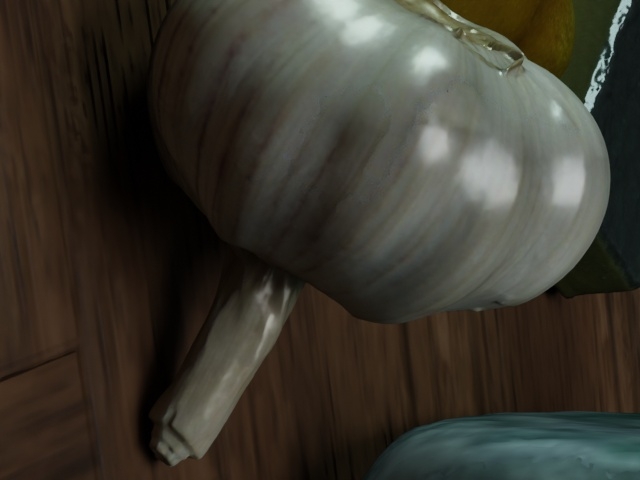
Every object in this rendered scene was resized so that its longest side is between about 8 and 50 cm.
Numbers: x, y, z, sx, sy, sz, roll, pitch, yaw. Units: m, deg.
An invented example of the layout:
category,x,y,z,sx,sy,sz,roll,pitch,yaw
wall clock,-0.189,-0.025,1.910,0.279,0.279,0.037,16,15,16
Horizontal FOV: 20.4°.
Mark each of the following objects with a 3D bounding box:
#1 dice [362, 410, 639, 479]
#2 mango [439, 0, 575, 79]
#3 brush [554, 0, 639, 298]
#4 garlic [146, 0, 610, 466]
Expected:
category,x,y,z,sx,sy,sz,roll,pitch,yaw
dice,0.196,0.260,0.856,0.328,0.330,0.348,2,89,-57
mango,0.075,-0.146,0.888,0.227,0.099,0.136,40,52,-59
brush,0.172,-0.073,1.066,0.123,0.059,0.197,55,46,-43
garlic,0.000,0.000,0.739,0.199,0.199,0.226,15,106,-56
